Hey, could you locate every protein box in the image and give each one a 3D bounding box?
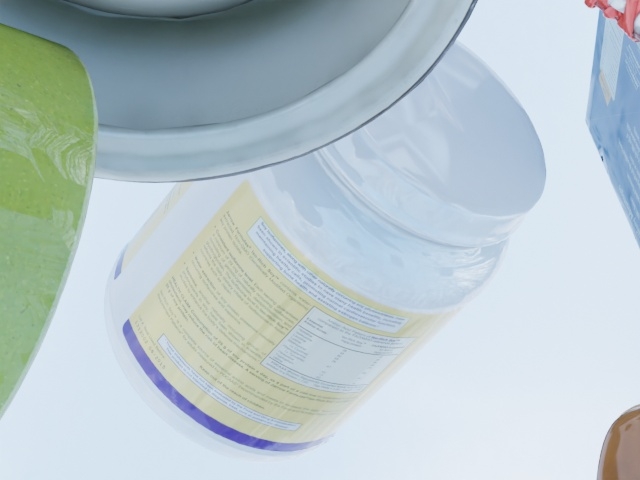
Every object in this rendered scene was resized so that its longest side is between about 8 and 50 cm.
[{"bbox_3d":[0.307,-0.124,1.401,0.136,0.200,0.201,-5,130,-6],"label":"protein box"}]

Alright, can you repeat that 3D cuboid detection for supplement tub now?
[{"bbox_3d":[0.000,0.000,1.410,0.241,0.241,0.331,-4,147,-44],"label":"supplement tub"}]

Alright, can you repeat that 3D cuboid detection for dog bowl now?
[{"bbox_3d":[-0.102,-0.231,1.050,0.408,0.408,0.150,54,24,-40],"label":"dog bowl"}]

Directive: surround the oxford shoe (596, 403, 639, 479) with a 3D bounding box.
[{"bbox_3d":[0.138,0.155,0.700,0.076,0.076,0.212,35,44,-45],"label":"oxford shoe"}]

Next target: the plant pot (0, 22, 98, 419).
[{"bbox_3d":[-0.304,-0.030,0.837,0.293,0.275,0.275,25,84,-31],"label":"plant pot"}]

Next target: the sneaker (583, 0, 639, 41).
[{"bbox_3d":[0.215,-0.167,1.154,0.090,0.270,0.145,102,0,-52],"label":"sneaker"}]
